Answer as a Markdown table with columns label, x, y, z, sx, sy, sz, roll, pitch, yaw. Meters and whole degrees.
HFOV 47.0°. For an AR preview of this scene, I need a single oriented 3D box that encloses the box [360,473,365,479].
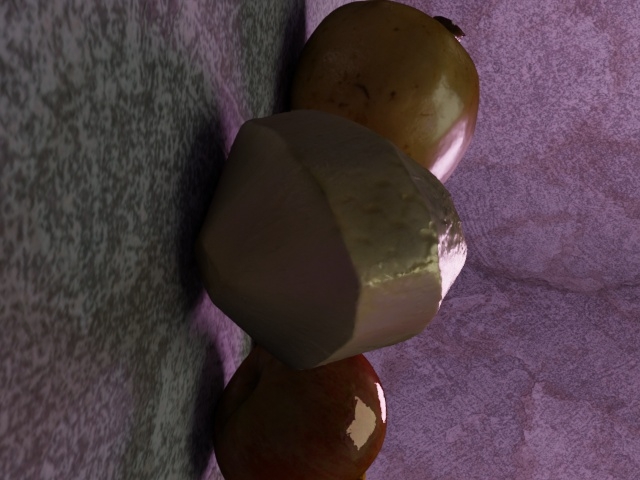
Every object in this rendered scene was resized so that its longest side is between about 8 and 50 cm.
| label | x | y | z | sx | sy | sz | roll | pitch | yaw |
| --- | --- | --- | --- | --- | --- | --- | --- | --- | --- |
| box | 0.026 | 0.350 | 1.454 | 0.152 | 0.044 | 0.269 | 90 | -18 | -52 |

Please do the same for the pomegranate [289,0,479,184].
| label | x | y | z | sx | sy | sz | roll | pitch | yaw |
| --- | --- | --- | --- | --- | --- | --- | --- | --- | --- |
| pomegranate | 0.084 | -0.180 | 1.025 | 0.307 | 0.308 | 0.307 | 7 | 90 | -83 |

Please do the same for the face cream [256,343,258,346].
| label | x | y | z | sx | sy | sz | roll | pitch | yaw |
| --- | --- | --- | --- | --- | --- | --- | --- | --- | --- |
| face cream | -0.051 | 0.157 | 1.010 | 0.077 | 0.077 | 0.250 | -49 | 145 | -77 |

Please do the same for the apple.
| label | x | y | z | sx | sy | sz | roll | pitch | yaw |
| --- | --- | --- | --- | --- | --- | --- | --- | --- | --- |
| apple | -0.023 | 0.199 | 0.813 | 0.209 | 0.164 | 0.209 | -50 | -163 | 22 |

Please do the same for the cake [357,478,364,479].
| label | x | y | z | sx | sy | sz | roll | pitch | yaw |
| --- | --- | --- | --- | --- | --- | --- | --- | --- | --- |
| cake | 0.044 | 0.555 | 1.307 | 0.332 | 0.332 | 0.321 | 83 | -16 | -62 |

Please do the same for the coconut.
| label | x | y | z | sx | sy | sz | roll | pitch | yaw |
| --- | --- | --- | --- | --- | --- | --- | --- | --- | --- |
| coconut | 0.000 | 0.000 | 0.702 | 0.259 | 0.259 | 0.259 | 7 | 90 | -83 |
